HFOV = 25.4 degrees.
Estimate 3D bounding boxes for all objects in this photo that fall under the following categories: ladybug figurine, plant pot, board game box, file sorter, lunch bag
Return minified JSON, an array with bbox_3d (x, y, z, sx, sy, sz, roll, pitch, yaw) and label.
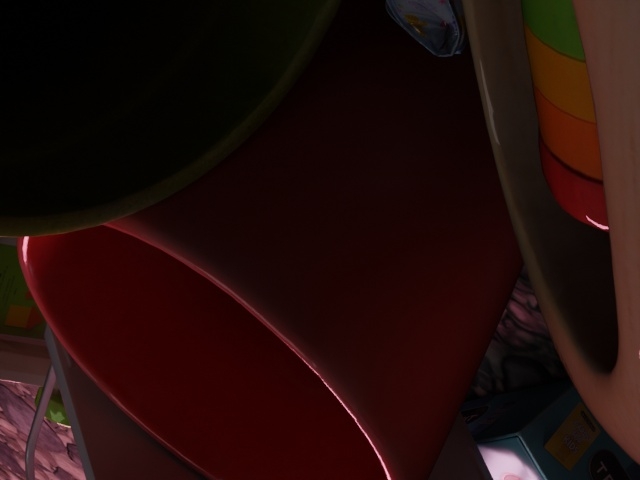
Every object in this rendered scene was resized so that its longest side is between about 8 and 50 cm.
[{"bbox_3d":[0.154,-0.094,0.556,0.305,0.162,0.449,-107,1,-46],"label":"ladybug figurine"},{"bbox_3d":[0.000,0.000,0.850,0.275,0.243,0.275,30,152,18],"label":"plant pot"},{"bbox_3d":[-0.219,-0.226,0.731,0.353,0.366,0.366,23,148,44],"label":"plant pot"},{"bbox_3d":[0.156,0.253,1.133,0.253,0.079,0.336,58,151,-4],"label":"board game box"},{"bbox_3d":[-0.055,0.169,1.028,0.193,0.278,0.173,66,147,34],"label":"file sorter"},{"bbox_3d":[0.066,-0.148,0.751,0.053,0.071,0.083,5,135,46],"label":"lunch bag"}]

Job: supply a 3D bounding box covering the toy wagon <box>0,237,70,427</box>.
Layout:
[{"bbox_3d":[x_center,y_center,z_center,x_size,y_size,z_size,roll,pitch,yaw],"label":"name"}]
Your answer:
[{"bbox_3d":[-0.178,0.017,1.108,0.344,0.267,0.068,12,-162,-31],"label":"toy wagon"}]
